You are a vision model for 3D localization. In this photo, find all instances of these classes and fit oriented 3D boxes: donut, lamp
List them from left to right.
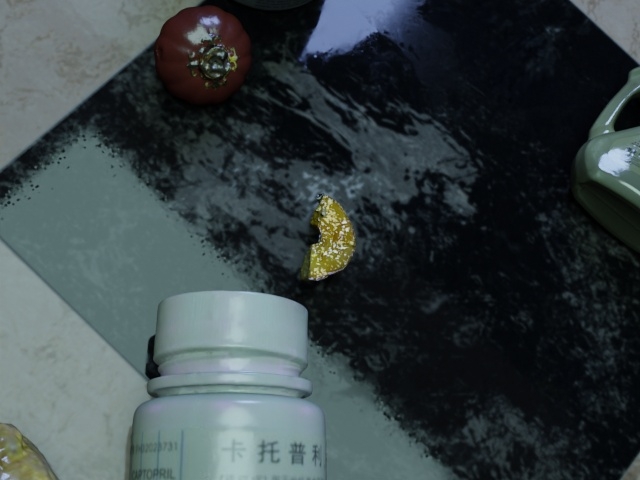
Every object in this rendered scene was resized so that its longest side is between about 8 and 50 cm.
[{"bbox_3d":[-0.118,-0.186,0.955,0.101,0.090,0.101,-8,114,-17],"label":"lamp"},{"bbox_3d":[0.000,0.000,0.955,0.067,0.038,0.083,-22,75,-16],"label":"donut"}]

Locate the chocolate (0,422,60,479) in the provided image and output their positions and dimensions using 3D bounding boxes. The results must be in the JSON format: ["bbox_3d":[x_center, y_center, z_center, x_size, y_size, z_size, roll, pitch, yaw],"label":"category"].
[{"bbox_3d":[-0.238,0.303,0.760,0.134,0.134,0.309,-17,80,-17],"label":"chocolate"}]

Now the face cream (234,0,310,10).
[{"bbox_3d":[-0.045,-0.350,0.988,0.177,0.153,0.177,3,75,-12],"label":"face cream"}]

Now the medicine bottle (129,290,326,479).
[{"bbox_3d":[-0.078,0.200,0.808,0.170,0.170,0.293,4,72,-12],"label":"medicine bottle"}]

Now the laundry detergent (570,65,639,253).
[{"bbox_3d":[0.401,-0.110,1.053,0.181,0.091,0.253,38,69,6],"label":"laundry detergent"}]
